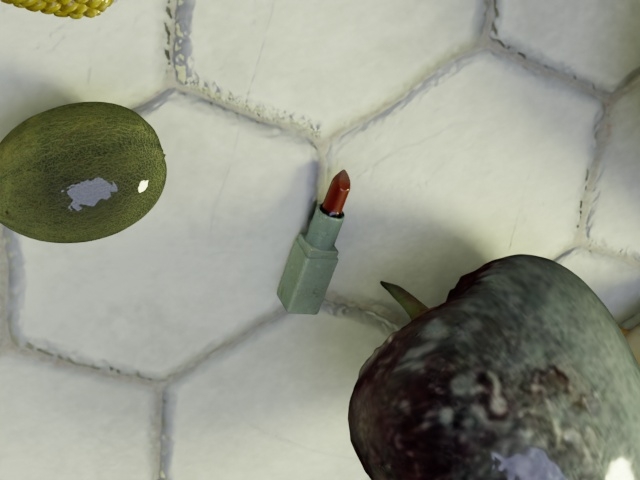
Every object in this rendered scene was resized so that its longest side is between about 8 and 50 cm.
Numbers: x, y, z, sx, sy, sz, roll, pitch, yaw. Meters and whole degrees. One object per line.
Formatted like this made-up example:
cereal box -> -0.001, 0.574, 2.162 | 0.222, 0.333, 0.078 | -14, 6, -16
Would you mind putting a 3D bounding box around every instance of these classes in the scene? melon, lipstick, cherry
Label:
melon -> -0.173, -0.047, 1.117 | 0.130, 0.098, 0.098 | -11, 128, -14
lipstick -> 0.000, -0.001, 1.278 | 0.030, 0.030, 0.129 | 3, 122, -27
cherry -> 0.151, 0.142, 1.311 | 0.218, 0.296, 0.255 | -40, 174, 41

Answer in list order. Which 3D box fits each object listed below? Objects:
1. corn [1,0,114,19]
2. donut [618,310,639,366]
corn -> -0.240, -0.204, 0.973 | 0.260, 0.091, 0.091 | 20, 73, -35
donut -> 0.387, 0.218, 1.532 | 0.382, 0.142, 0.383 | -8, 122, -14
